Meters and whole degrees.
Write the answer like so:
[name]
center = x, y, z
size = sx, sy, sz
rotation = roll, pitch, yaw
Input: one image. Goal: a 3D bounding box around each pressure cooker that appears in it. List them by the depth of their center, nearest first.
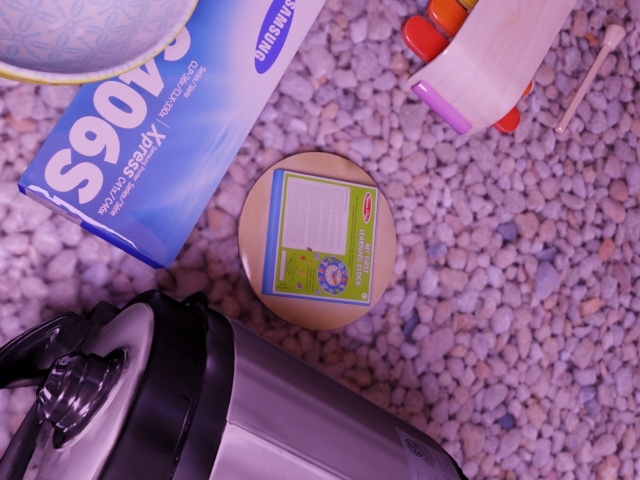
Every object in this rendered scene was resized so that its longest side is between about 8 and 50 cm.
[pressure cooker]
center = -0.117, 0.243, 0.558
size = 0.420, 0.369, 0.376
rotation = 34, 72, -22

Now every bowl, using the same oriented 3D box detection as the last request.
[bowl]
center = -0.260, -0.268, 0.591
size = 0.289, 0.156, 0.290
rotation = 0, 89, -34

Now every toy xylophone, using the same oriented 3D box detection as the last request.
[toy xylophone]
center = 0.261, -0.271, 0.887
size = 0.236, 0.081, 0.323
rotation = 45, 73, -15

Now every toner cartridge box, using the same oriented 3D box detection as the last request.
[toner cartridge box]
center = -0.149, -0.159, 0.715
size = 0.165, 0.075, 0.348
rotation = 32, 76, -20

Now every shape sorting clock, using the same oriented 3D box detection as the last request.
[shape sorting clock]
center = 0.000, 0.000, 0.790
size = 0.206, 0.040, 0.206
rotation = 3, 83, -23
